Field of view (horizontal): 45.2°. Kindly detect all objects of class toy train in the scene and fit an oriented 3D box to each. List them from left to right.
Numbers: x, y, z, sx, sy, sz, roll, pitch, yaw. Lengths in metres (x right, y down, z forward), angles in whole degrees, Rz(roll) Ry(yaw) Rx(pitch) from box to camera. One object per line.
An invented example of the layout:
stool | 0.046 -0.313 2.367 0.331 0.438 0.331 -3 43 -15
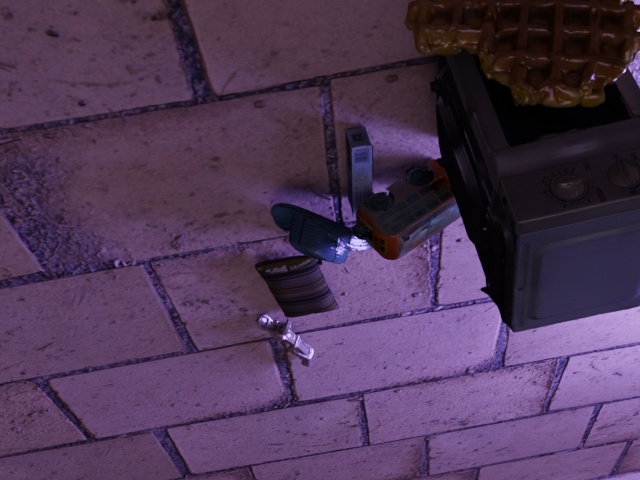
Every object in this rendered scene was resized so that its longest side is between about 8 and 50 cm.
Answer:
toy train | 0.139 -0.045 1.203 0.188 0.099 0.072 -33 150 -18

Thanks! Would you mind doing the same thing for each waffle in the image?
waffle | 0.233 -0.247 0.876 0.249 0.253 0.056 -25 157 -4

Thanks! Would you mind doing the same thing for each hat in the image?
hat | 0.000 0.000 1.253 0.190 0.078 0.138 19 174 -36

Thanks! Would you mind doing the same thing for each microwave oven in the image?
microwave oven | 0.276 -0.102 0.990 0.218 0.355 0.286 -12 144 2

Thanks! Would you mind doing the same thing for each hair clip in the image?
hair clip | -0.048 0.212 1.574 0.072 0.034 0.226 4 151 31

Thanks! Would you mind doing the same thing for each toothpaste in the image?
toothpaste | 0.061 -0.103 1.193 0.034 0.046 0.164 -11 143 -4

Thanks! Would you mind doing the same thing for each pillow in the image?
pillow | -0.039 0.086 1.424 0.113 0.038 0.203 -10 146 9
